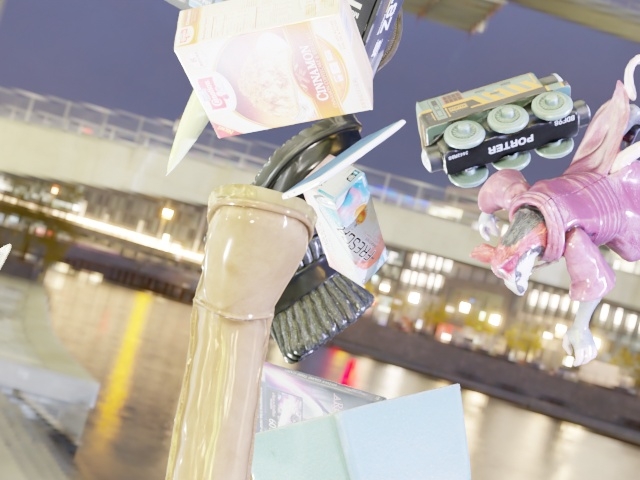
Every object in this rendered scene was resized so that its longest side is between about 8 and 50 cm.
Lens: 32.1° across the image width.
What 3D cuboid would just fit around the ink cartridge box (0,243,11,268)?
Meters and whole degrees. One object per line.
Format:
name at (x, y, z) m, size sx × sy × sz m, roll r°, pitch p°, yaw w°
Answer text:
ink cartridge box at (-0.374, 0.046, 1.060) m, size 0.060 × 0.104 × 0.180 m, roll 35°, pitch -31°, yaw -27°

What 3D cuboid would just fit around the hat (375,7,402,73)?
hat at (-0.024, -0.386, 1.678) m, size 0.331 × 0.331 × 0.134 m, roll 16°, pitch -22°, yaw 0°

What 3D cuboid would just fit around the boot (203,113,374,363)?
boot at (0.002, 0.000, 1.705) m, size 0.260 × 0.348 × 0.131 m, roll 52°, pitch 32°, yaw 14°

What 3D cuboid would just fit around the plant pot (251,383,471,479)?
plant pot at (0.072, 0.368, 1.611) m, size 0.247 × 0.252 × 0.247 m, roll -6°, pitch -13°, yaw -39°

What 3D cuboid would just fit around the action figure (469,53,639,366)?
action figure at (0.337, -0.035, 1.379) m, size 0.370 × 0.276 × 0.248 m, roll -23°, pitch 60°, yaw -41°

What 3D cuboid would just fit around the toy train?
toy train at (0.340, -0.227, 2.132) m, size 0.334 × 0.190 × 0.142 m, roll -18°, pitch -46°, yaw -3°

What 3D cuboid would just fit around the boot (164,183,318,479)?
boot at (-0.071, 0.113, 0.898) m, size 0.089 × 0.270 × 0.236 m, roll 10°, pitch -19°, yaw -5°

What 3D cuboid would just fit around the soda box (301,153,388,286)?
soda box at (0.033, -0.023, 1.412) m, size 0.063 × 0.058 × 0.183 m, roll 31°, pitch -23°, yaw 32°

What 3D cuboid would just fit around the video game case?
video game case at (-0.017, 0.322, 1.938) m, size 0.274 × 0.196 × 0.026 m, roll 14°, pitch 29°, yaw 24°

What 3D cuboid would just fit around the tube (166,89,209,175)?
tube at (-0.264, -0.242, 2.287) m, size 0.070 × 0.240 × 0.062 m, roll -14°, pitch 57°, yaw -45°

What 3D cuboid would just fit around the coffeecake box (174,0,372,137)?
coffeecake box at (-0.048, -0.200, 1.232) m, size 0.185 × 0.068 × 0.142 m, roll -9°, pitch -41°, yaw 14°

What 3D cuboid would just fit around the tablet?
tablet at (0.016, -0.053, 0.736) m, size 0.006 × 0.083 × 0.054 m, roll 58°, pitch -32°, yaw -8°

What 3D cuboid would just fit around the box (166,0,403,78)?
box at (-0.061, -0.417, 1.451) m, size 0.395 × 0.318 × 0.097 m, roll 32°, pitch 35°, yaw 14°
